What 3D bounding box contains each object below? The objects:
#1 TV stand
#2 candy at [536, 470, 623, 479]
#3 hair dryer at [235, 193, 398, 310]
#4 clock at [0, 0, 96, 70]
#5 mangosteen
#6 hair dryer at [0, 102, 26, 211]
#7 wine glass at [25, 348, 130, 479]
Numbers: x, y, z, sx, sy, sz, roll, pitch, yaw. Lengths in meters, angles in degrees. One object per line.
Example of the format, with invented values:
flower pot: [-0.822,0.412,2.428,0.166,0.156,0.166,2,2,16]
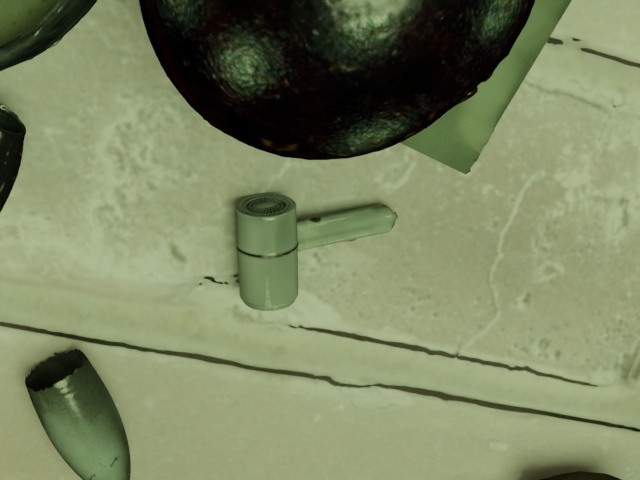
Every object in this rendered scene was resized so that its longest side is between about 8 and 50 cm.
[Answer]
TV stand: [0.129,-0.191,1.217,0.088,0.083,0.270,24,102,-29]
candy: [0.220,0.317,1.462,0.104,0.102,0.234,-1,112,-20]
hair dryer: [0.000,0.000,1.279,0.137,0.047,0.082,-13,118,-22]
clock: [-0.254,-0.233,1.017,0.280,0.055,0.281,1,105,4]
mangosteen: [0.003,-0.196,1.065,0.288,0.288,0.288,-8,115,-17]
hair dryer: [-0.334,-0.049,1.136,0.219,0.075,0.195,31,109,-18]
wine glass: [-0.171,0.177,1.284,0.066,0.066,0.198,-26,117,-7]
